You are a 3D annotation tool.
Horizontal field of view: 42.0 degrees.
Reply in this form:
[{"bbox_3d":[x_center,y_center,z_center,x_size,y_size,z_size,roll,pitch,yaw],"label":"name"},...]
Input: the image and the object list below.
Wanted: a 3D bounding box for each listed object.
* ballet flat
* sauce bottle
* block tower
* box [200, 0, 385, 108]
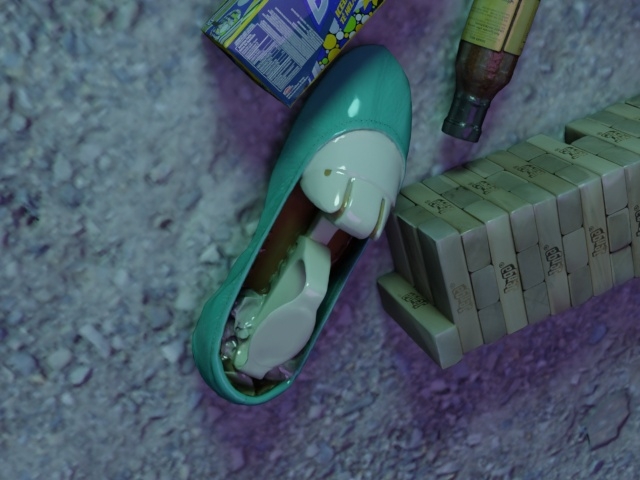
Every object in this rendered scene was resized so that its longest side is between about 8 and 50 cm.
[{"bbox_3d":[0.000,0.000,0.520,0.083,0.087,0.247,23,102,-28],"label":"ballet flat"},{"bbox_3d":[0.109,-0.127,0.535,0.042,0.042,0.128,12,108,-26],"label":"sauce bottle"},{"bbox_3d":[0.202,-0.032,0.585,0.335,0.091,0.097,-24,118,-12],"label":"block tower"},{"bbox_3d":[0.012,-0.160,0.471,0.169,0.059,0.054,-47,121,3],"label":"box"}]
